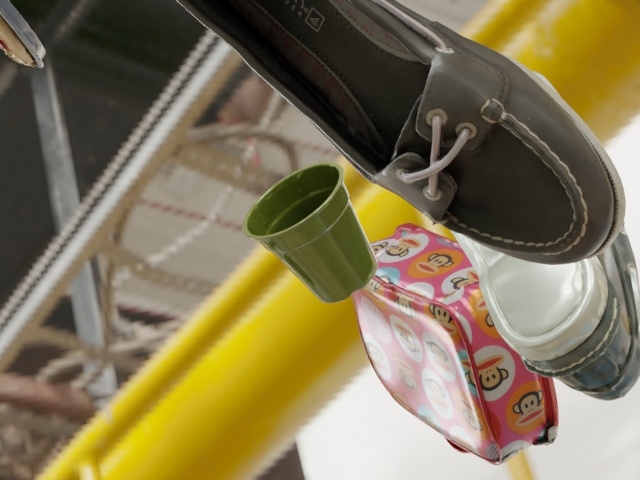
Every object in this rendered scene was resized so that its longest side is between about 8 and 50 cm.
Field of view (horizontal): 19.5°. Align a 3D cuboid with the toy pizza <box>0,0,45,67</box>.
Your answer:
[{"bbox_3d":[-0.235,-0.171,1.080,0.032,0.201,0.201,-42,-38,-5],"label":"toy pizza"}]

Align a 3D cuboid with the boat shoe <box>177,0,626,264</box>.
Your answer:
[{"bbox_3d":[0.026,-0.092,1.086,0.095,0.335,0.112,-22,-32,-47],"label":"boat shoe"}]

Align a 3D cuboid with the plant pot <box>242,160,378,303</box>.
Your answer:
[{"bbox_3d":[0.000,0.000,1.327,0.083,0.083,0.079,-27,-63,15],"label":"plant pot"}]

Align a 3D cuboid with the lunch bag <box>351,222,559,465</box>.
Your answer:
[{"bbox_3d":[0.151,0.134,2.146,0.120,0.293,0.258,-26,-63,-20],"label":"lunch bag"}]

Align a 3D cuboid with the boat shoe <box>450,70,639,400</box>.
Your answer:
[{"bbox_3d":[0.167,-0.006,1.366,0.116,0.319,0.099,-36,-58,19],"label":"boat shoe"}]
